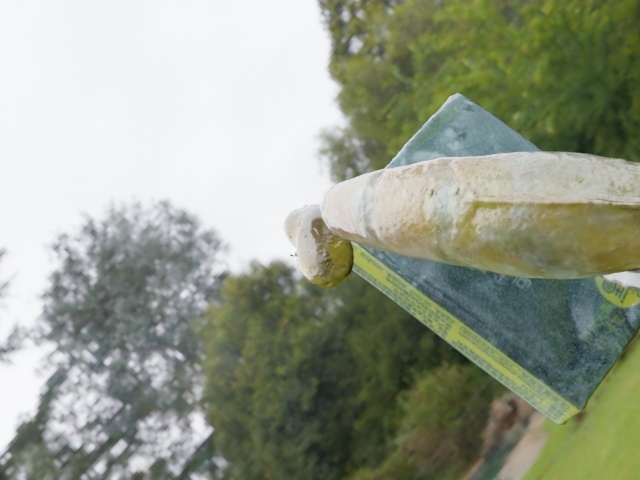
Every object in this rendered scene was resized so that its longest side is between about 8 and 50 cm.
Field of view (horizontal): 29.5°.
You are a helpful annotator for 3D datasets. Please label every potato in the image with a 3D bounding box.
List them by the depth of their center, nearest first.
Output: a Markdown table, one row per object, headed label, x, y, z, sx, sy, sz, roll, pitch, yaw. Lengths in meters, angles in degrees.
| label | x | y | z | sx | sy | sz | roll | pitch | yaw |
| --- | --- | --- | --- | --- | --- | --- | --- | --- | --- |
| potato | 0.000 | 0.000 | 0.941 | 0.046 | 0.045 | 0.092 | -57 | 30 | 22 |

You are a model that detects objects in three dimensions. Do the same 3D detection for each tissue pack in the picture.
| label | x | y | z | sx | sy | sz | roll | pitch | yaw |
| --- | --- | --- | --- | --- | --- | --- | --- | --- | --- |
| tissue pack | 0.164 | 0.014 | 1.074 | 0.185 | 0.257 | 0.081 | -48 | -11 | -24 |

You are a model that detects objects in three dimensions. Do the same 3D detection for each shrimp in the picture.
| label | x | y | z | sx | sy | sz | roll | pitch | yaw |
| --- | --- | --- | --- | --- | --- | --- | --- | --- | --- |
| shrimp | 0.147 | -0.011 | 0.715 | 0.168 | 0.317 | 0.077 | 9 | -95 | -60 |
